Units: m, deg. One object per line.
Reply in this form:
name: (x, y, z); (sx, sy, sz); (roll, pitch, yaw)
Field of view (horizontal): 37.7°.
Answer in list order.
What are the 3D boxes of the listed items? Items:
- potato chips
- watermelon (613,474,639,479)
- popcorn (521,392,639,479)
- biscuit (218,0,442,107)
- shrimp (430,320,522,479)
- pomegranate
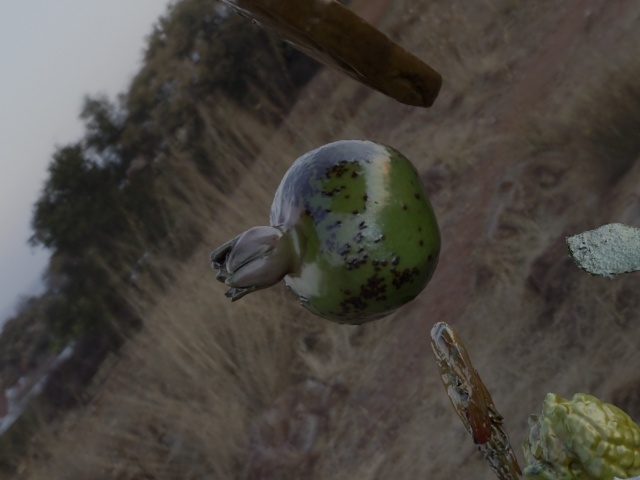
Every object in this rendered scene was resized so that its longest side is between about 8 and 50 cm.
potato chips: (0.504, -0.001, 1.460); (0.228, 0.059, 0.167); (-8, 21, 24)
watermelon: (0.343, 0.311, 0.776); (0.261, 0.201, 0.213); (83, -172, -50)
popcorn: (0.337, 0.283, 1.214); (0.173, 0.173, 0.142); (-40, 7, 30)
biscuit: (-0.034, -0.266, 1.090); (0.381, 0.359, 0.074); (11, -70, -60)
shrimp: (0.245, 0.254, 1.463); (0.063, 0.287, 0.152); (-24, -15, -6)
pomegranate: (0.000, 0.000, 1.376); (0.341, 0.285, 0.285); (-13, -5, -24)
